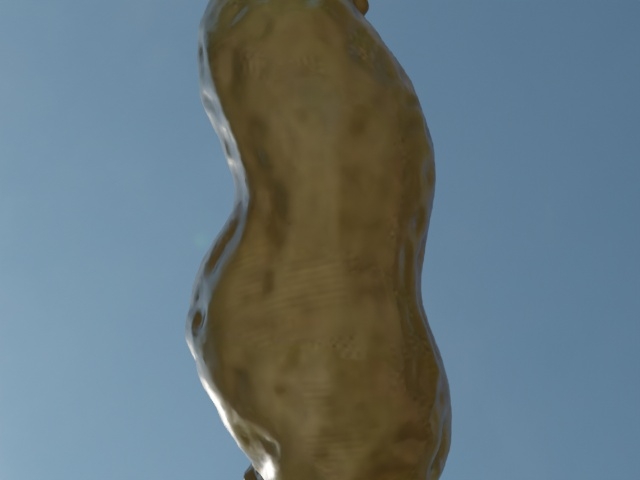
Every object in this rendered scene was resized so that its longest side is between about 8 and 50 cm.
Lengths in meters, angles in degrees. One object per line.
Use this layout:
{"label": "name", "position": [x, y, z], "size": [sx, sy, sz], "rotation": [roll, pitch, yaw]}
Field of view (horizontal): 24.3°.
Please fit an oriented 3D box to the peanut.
{"label": "peanut", "position": [0.000, 0.000, 0.652], "size": [0.117, 0.101, 0.263], "rotation": [-1, -90, -17]}
